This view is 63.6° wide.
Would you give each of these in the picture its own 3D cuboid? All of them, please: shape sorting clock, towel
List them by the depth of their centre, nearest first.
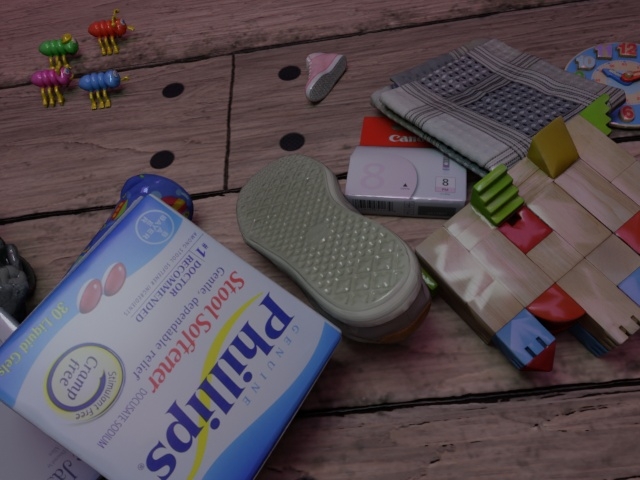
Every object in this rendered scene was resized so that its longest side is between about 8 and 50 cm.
[{"bbox_3d":[0.288,-0.249,0.882,0.312,0.056,0.324,-31,49,-17],"label":"towel"},{"bbox_3d":[0.535,-0.278,0.907,0.206,0.040,0.206,-4,55,6],"label":"shape sorting clock"}]

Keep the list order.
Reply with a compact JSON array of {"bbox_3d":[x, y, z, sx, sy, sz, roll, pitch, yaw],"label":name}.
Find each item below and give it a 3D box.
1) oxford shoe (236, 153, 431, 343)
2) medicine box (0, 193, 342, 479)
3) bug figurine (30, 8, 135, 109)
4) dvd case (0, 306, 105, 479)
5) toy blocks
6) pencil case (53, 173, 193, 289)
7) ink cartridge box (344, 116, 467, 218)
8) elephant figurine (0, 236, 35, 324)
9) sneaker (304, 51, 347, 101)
[{"bbox_3d":[0.000,0.000,0.739,0.169,0.130,0.449,-41,39,-4],"label":"oxford shoe"},{"bbox_3d":[-0.170,0.143,0.610,0.289,0.149,0.263,35,66,1],"label":"medicine box"},{"bbox_3d":[-0.522,-0.400,1.138,0.216,0.072,0.279,-12,56,1],"label":"bug figurine"},{"bbox_3d":[-0.379,0.232,0.637,0.253,0.022,0.180,43,76,0],"label":"dvd case"},{"bbox_3d":[0.318,0.027,0.668,0.381,0.191,0.261,-38,67,-4],"label":"toy blocks"},{"bbox_3d":[-0.305,0.037,0.777,0.133,0.119,0.306,8,58,21],"label":"pencil case"},{"bbox_3d":[0.148,-0.144,0.871,0.189,0.066,0.232,3,61,11],"label":"ink cartridge box"},{"bbox_3d":[-0.513,0.045,0.779,0.186,0.169,0.239,-56,37,12],"label":"elephant figurine"},{"bbox_3d":[-0.009,-0.326,1.021,0.070,0.051,0.134,22,59,24],"label":"sneaker"}]
